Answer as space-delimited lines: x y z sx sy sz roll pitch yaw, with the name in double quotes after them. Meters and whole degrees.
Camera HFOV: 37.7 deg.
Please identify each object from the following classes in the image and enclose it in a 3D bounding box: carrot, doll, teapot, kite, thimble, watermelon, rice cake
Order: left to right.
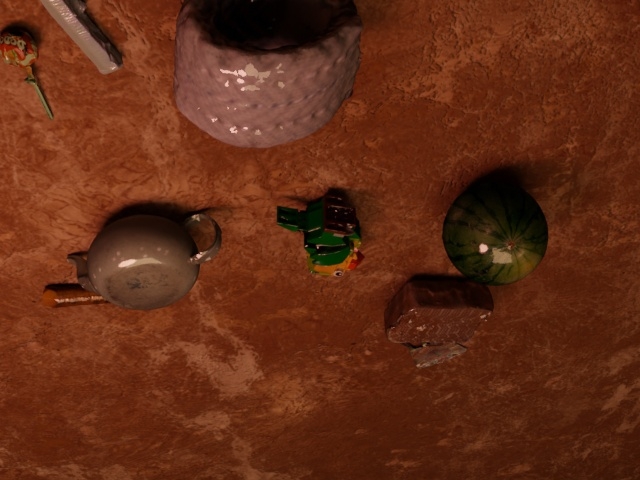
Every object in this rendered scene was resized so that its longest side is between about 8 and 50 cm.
-0.324 -0.292 1.269 0.042 0.030 0.180 -16 144 16 "rice cake"
-0.435 0.104 1.769 0.171 0.042 0.042 -1 143 -15 "carrot"
-0.307 0.032 1.633 0.294 0.129 0.193 -20 143 9 "teapot"
-0.070 -0.247 1.238 0.246 0.217 0.157 -8 145 -16 "thimble"
0.009 -0.001 1.678 0.134 0.106 0.186 -9 144 8 "doll"
0.235 0.241 2.135 0.127 0.016 0.229 -31 140 21 "kite"
0.309 -0.014 1.682 0.188 0.214 0.188 -1 100 -7 "watermelon"

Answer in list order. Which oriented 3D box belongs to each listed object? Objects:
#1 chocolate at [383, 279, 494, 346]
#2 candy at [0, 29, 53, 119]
0.236 0.144 1.939 0.214 0.093 0.148 5 140 -21 "chocolate"
-0.410 -0.229 1.336 0.056 0.049 0.184 17 152 12 "candy"
